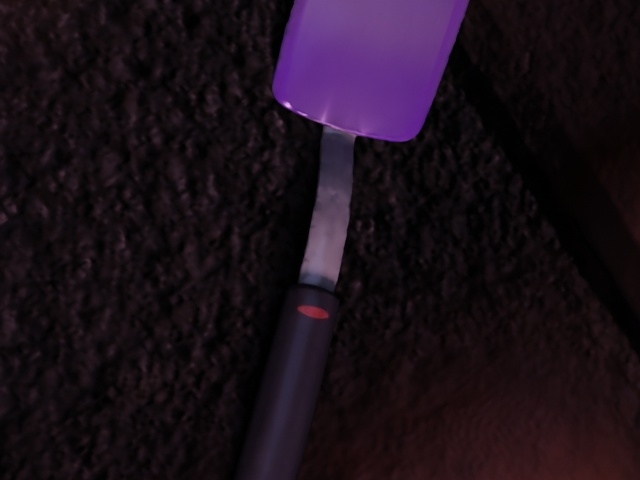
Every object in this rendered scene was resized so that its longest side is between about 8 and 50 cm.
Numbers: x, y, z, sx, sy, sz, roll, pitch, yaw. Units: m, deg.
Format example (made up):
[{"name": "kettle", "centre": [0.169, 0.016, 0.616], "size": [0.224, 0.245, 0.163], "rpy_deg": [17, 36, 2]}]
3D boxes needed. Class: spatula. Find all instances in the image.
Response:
[{"name": "spatula", "centre": [0.000, 0.000, 0.757], "size": [0.084, 0.030, 0.296], "rpy_deg": [16, 82, -16]}]
